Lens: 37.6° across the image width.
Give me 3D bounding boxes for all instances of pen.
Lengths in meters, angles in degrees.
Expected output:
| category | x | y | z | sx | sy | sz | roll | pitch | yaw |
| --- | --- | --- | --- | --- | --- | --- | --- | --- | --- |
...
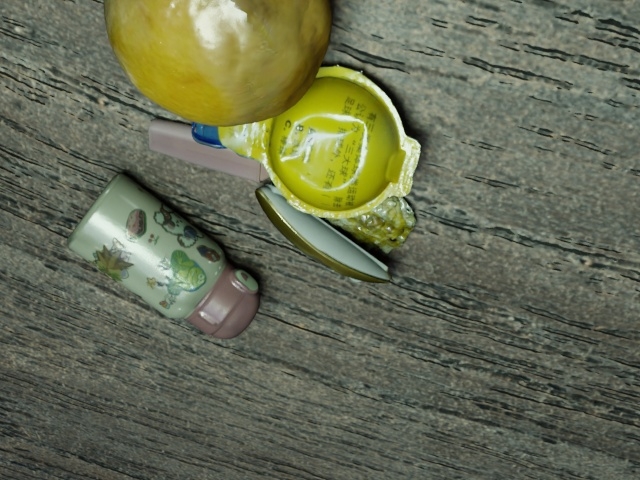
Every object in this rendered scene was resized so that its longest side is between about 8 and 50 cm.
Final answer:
| category | x | y | z | sx | sy | sz | roll | pitch | yaw |
| --- | --- | --- | --- | --- | --- | --- | --- | --- | --- |
| pen | -0.112 | -0.106 | 1.132 | 0.197 | 0.032 | 0.053 | 16 | 129 | 10 |

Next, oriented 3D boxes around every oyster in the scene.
| category | x | y | z | sx | sy | sz | roll | pitch | yaw |
| --- | --- | --- | --- | --- | --- | --- | --- | --- | --- |
| oyster | 0.048 | -0.037 | 1.131 | 0.121 | 0.045 | 0.146 | -18 | 121 | 15 |

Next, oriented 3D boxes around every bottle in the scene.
| category | x | y | z | sx | sy | sz | roll | pitch | yaw |
| --- | --- | --- | --- | --- | --- | --- | --- | --- | --- |
| bottle | -0.191 | 0.031 | 1.215 | 0.253 | 0.120 | 0.120 | 36 | 130 | -12 |

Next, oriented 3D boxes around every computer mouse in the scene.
| category | x | y | z | sx | sy | sz | roll | pitch | yaw |
| --- | --- | --- | --- | --- | --- | --- | --- | --- | --- |
| computer mouse | -0.001 | 0.001 | 1.146 | 0.199 | 0.045 | 0.102 | 36 | 175 | -11 |

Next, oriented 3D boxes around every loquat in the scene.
| category | x | y | z | sx | sy | sz | roll | pitch | yaw |
| --- | --- | --- | --- | --- | --- | --- | --- | --- | --- |
| loquat | -0.102 | -0.223 | 0.930 | 0.238 | 0.193 | 0.238 | 24 | 154 | 13 |

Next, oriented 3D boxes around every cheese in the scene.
| category | x | y | z | sx | sy | sz | roll | pitch | yaw |
| --- | --- | --- | --- | --- | --- | --- | --- | --- | --- |
| cheese | -0.021 | -0.117 | 1.053 | 0.270 | 0.069 | 0.177 | 17 | 113 | 13 |
